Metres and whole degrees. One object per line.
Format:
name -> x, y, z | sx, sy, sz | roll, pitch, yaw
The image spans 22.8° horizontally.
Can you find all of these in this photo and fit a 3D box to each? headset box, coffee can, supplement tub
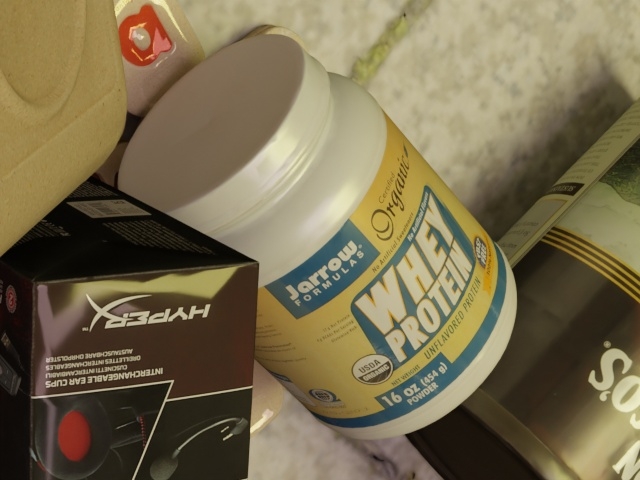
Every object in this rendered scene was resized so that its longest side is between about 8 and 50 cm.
headset box -> -0.131, 0.128, 0.772 | 0.110, 0.218, 0.293 | -5, 107, -31
coffee can -> 0.196, 0.052, 0.993 | 0.275, 0.201, 0.201 | -45, 122, -14
supplement tub -> 0.000, 0.000, 0.862 | 0.144, 0.144, 0.200 | -50, 124, -10

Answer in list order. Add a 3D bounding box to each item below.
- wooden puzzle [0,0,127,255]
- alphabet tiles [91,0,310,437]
wooden puzzle -> -0.159, -0.137, 0.518 | 0.080, 0.322, 0.348 | 3, 111, 12
alphabet tiles -> -0.098, 0.008, 0.903 | 0.284, 0.021, 0.278 | -39, 121, -17
